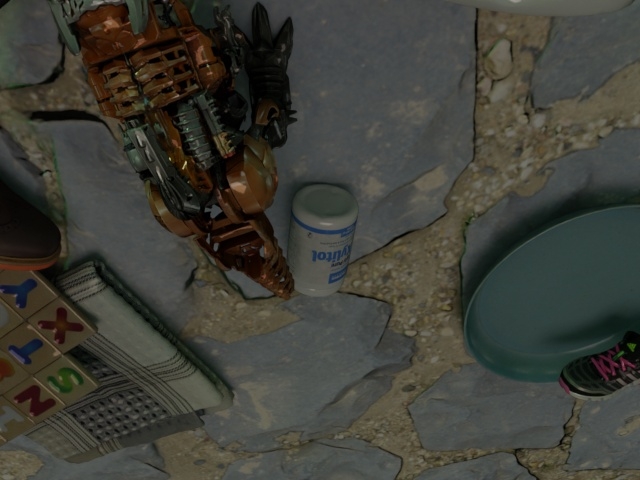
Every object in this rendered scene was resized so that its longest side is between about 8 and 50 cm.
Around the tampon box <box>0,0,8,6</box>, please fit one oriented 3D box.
[{"bbox_3d":[-0.226,-0.229,0.357,0.160,0.102,0.120,-28,127,16],"label":"tampon box"}]

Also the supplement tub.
[{"bbox_3d":[0.000,0.000,0.596,0.070,0.071,0.107,1,129,-7],"label":"supplement tub"}]

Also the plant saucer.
[{"bbox_3d":[0.337,0.072,0.713,0.317,0.044,0.318,-4,131,-4],"label":"plant saucer"}]

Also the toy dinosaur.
[{"bbox_3d":[-0.096,-0.070,0.429,0.164,0.219,0.322,-2,130,-6],"label":"toy dinosaur"}]

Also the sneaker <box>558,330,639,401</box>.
[{"bbox_3d":[0.397,0.158,0.725,0.170,0.063,0.075,-11,131,-3],"label":"sneaker"}]

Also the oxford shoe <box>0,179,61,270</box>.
[{"bbox_3d":[-0.345,-0.066,0.487,0.098,0.097,0.271,-42,122,19],"label":"oxford shoe"}]

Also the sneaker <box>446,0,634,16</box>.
[{"bbox_3d":[0.114,-0.258,0.370,0.292,0.108,0.169,4,132,-9],"label":"sneaker"}]

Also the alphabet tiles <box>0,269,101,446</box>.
[{"bbox_3d":[-0.435,0.123,0.640,0.342,0.011,0.285,-31,112,18],"label":"alphabet tiles"}]

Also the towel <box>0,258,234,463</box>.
[{"bbox_3d":[-0.316,0.191,0.729,0.312,0.056,0.324,-23,129,12],"label":"towel"}]
